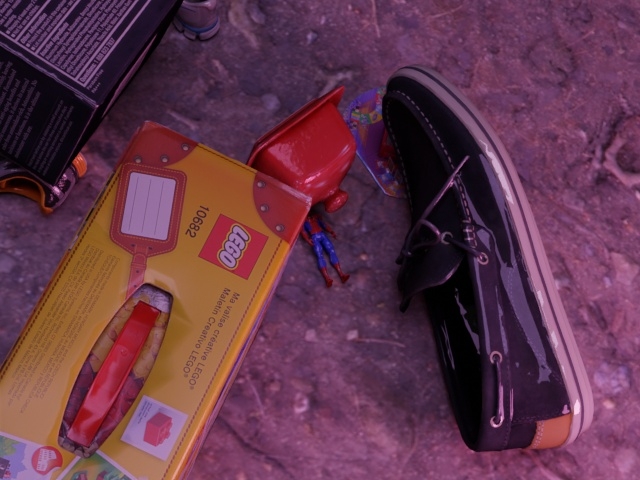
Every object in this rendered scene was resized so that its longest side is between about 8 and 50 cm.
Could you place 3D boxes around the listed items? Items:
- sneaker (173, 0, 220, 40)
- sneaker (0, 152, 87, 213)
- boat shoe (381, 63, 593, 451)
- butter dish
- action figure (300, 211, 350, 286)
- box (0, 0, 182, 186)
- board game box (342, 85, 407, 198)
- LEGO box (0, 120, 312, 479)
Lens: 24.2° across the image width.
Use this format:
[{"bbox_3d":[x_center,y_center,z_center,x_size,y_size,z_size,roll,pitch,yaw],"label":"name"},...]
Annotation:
[{"bbox_3d":[-0.203,-0.348,1.945,0.190,0.083,0.071,37,64,9],"label":"sneaker"},{"bbox_3d":[-0.391,-0.104,1.784,0.214,0.084,0.083,22,66,-2],"label":"sneaker"},{"bbox_3d":[0.164,0.021,1.780,0.156,0.187,0.500,-16,77,-17],"label":"boat shoe"},{"bbox_3d":[-0.014,-0.084,1.812,0.160,0.160,0.118,-38,80,-26],"label":"butter dish"},{"bbox_3d":[0.000,0.000,1.848,0.038,0.030,0.115,-19,67,-16],"label":"action figure"},{"bbox_3d":[-0.343,-0.277,1.746,0.294,0.183,0.296,34,50,-6],"label":"box"},{"bbox_3d":[0.111,-0.137,1.936,0.133,0.033,0.169,-26,73,-22],"label":"board game box"},{"bbox_3d":[-0.220,0.193,1.508,0.193,0.372,0.500,25,62,1],"label":"LEGO box"}]
